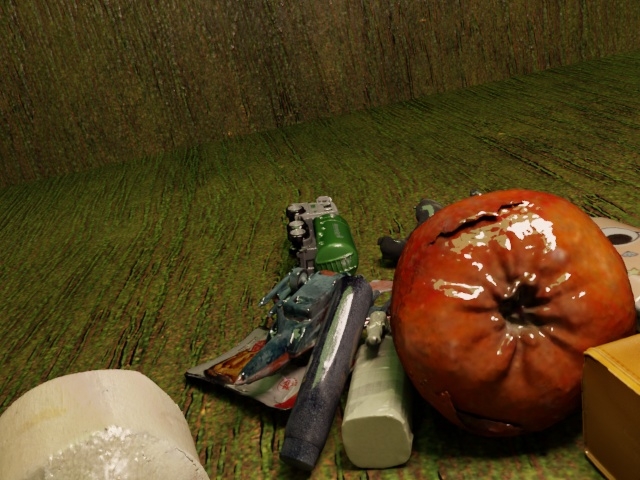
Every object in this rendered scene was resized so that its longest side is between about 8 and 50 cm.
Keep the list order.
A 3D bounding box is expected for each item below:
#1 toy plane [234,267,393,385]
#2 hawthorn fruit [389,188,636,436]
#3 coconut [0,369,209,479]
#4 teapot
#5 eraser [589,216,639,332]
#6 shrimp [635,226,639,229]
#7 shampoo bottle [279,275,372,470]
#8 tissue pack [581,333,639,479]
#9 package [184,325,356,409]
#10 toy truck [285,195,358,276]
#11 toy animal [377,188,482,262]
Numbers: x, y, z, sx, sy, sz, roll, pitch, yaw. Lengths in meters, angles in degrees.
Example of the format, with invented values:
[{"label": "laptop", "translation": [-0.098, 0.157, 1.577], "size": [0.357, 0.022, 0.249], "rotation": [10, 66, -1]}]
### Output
[{"label": "toy plane", "translation": [-0.018, 0.107, 0.960], "size": [0.223, 0.104, 0.326], "rotation": [8, 17, 30]}, {"label": "hawthorn fruit", "translation": [0.200, 0.072, 0.827], "size": [0.276, 0.276, 0.307], "rotation": [-14, 7, -5]}, {"label": "coconut", "translation": [-0.224, 0.237, 0.686], "size": [0.224, 0.224, 0.234], "rotation": [-23, 24, -26]}, {"label": "teapot", "translation": [0.070, 0.166, 0.834], "size": [0.077, 0.107, 0.200], "rotation": [-12, 20, 14]}, {"label": "eraser", "translation": [0.433, 0.048, 0.968], "size": [0.171, 0.087, 0.290], "rotation": [-18, 21, -13]}, {"label": "shrimp", "translation": [0.524, -0.007, 1.141], "size": [0.038, 0.029, 0.092], "rotation": [-16, 18, -9]}, {"label": "shampoo bottle", "translation": [0.009, 0.155, 0.831], "size": [0.049, 0.087, 0.233], "rotation": [15, 58, 11]}, {"label": "tissue pack", "translation": [0.411, 0.155, 0.635], "size": [0.274, 0.145, 0.194], "rotation": [-14, 19, -9]}, {"label": "package", "translation": [-0.070, 0.180, 0.980], "size": [0.154, 0.030, 0.239], "rotation": [-27, 25, -38]}, {"label": "toy truck", "translation": [0.000, 0.000, 1.313], "size": [0.125, 0.101, 0.242], "rotation": [-8, 23, -3]}, {"label": "toy animal", "translation": [0.223, 0.004, 1.122], "size": [0.168, 0.106, 0.343], "rotation": [-58, 25, 1]}]
